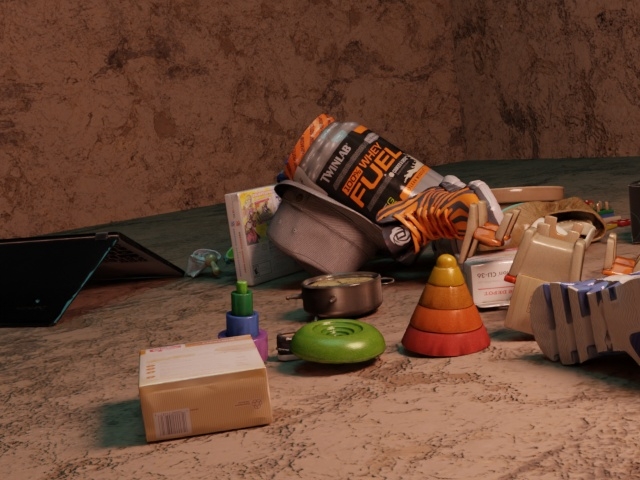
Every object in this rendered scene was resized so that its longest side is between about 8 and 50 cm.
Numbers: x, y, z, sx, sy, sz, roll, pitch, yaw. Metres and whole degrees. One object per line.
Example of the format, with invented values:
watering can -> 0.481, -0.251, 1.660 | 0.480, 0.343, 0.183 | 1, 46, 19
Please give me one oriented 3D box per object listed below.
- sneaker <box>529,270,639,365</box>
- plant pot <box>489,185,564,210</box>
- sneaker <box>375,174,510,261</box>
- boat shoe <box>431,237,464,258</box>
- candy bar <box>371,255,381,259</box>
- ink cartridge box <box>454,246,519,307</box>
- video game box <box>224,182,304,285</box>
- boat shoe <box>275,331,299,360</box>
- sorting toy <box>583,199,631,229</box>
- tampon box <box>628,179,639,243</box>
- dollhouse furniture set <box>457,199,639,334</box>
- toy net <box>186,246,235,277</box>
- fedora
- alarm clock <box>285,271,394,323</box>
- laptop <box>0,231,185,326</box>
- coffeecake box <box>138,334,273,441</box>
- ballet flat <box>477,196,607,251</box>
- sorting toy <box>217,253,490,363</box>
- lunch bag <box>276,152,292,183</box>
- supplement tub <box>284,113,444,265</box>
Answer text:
sneaker -> 0.406, 0.081, 1.251 | 0.182, 0.127, 0.315 | -13, 8, -25
plant pot -> 0.386, -0.050, 2.242 | 0.238, 0.109, 0.237 | -4, -2, 0
sneaker -> 0.205, -0.020, 1.875 | 0.180, 0.124, 0.321 | -26, 9, -6
boat shoe -> 0.257, 0.011, 2.095 | 0.084, 0.095, 0.258 | -10, -3, 8
candy bar -> 0.130, 0.028, 2.292 | 0.162, 0.018, 0.040 | -7, 7, -7
ink cartridge box -> 0.289, 0.058, 1.740 | 0.115, 0.067, 0.198 | -6, 7, -2
video game box -> -0.101, -0.018, 2.199 | 0.048, 0.187, 0.205 | -1, 9, 38
boat shoe -> -0.006, 0.137, 1.519 | 0.125, 0.038, 0.046 | -11, 10, -25
sorting toy -> 0.587, -0.059, 2.438 | 0.132, 0.046, 0.274 | -10, 9, -20
tampon box -> 0.681, -0.066, 2.119 | 0.102, 0.120, 0.161 | -2, 9, 36
dollhouse furniture set -> 0.325, 0.045, 1.550 | 0.262, 0.135, 0.259 | 15, 10, 15
toy net -> -0.203, 0.024, 2.296 | 0.232, 0.045, 0.122 | -8, 34, 41
fedora -> 0.000, 0.000, 2.040 | 0.275, 0.124, 0.244 | 29, -10, 35
alarm clock -> 0.050, 0.085, 1.761 | 0.192, 0.064, 0.129 | -16, 12, -41
laptop -> -0.556, 0.117, 2.227 | 0.382, 0.236, 0.408 | -3, -20, 25
coffeecake box -> -0.139, 0.170, 1.279 | 0.142, 0.068, 0.185 | -8, 8, -8
ballet flat -> 0.441, -0.012, 2.074 | 0.124, 0.116, 0.342 | 29, 25, 37
sorting toy -> 0.047, 0.086, 1.430 | 0.366, 0.126, 0.127 | -3, 13, -10
lunch bag -> 0.016, -0.089, 2.411 | 0.115, 0.243, 0.303 | -45, 14, -8
supplement tub -> 0.098, -0.106, 2.153 | 0.316, 0.193, 0.193 | 33, 16, 8
